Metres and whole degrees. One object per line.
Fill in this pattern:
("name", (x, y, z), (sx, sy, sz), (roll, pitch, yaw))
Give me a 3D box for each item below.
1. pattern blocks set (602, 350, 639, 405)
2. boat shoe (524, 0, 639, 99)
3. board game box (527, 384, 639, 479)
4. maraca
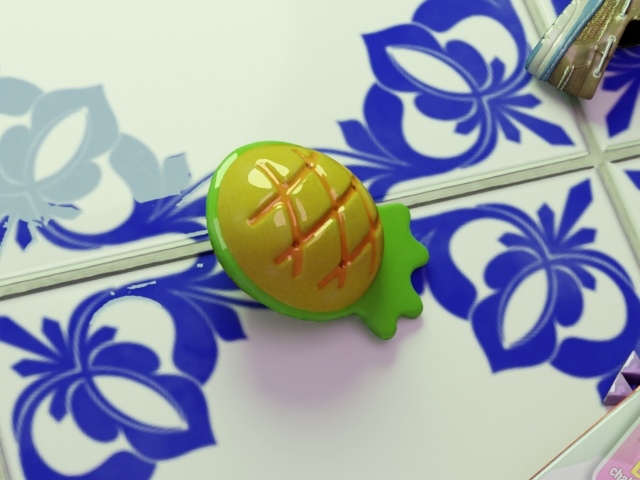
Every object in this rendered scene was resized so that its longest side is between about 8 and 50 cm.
("pattern blocks set", (0.338, 0.191, 1.288), (0.285, 0.026, 0.325), (-37, 75, -24))
("boat shoe", (0.234, -0.182, 1.442), (0.066, 0.066, 0.183), (38, 73, 4))
("board game box", (0.177, 0.276, 1.177), (0.316, 0.064, 0.242), (-36, 75, -19))
("maraca", (0.000, 0.000, 1.285), (0.185, 0.099, 0.127), (23, 64, -28))
